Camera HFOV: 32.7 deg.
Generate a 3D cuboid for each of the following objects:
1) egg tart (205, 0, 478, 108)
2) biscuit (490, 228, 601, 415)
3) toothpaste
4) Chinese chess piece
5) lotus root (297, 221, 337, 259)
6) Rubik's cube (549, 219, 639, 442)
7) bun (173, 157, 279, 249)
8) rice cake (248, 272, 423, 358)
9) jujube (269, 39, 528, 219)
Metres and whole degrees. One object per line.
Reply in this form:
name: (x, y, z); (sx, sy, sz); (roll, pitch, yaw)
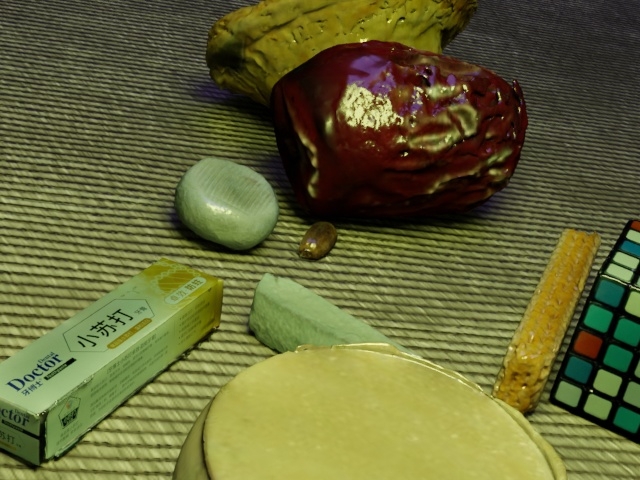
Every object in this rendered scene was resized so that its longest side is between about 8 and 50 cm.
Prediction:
egg tart: (0.043, -0.281, 1.702); (0.443, 0.443, 0.178); (-8, 77, -34)
biscuit: (0.280, 0.088, 1.330); (0.054, 0.094, 0.378); (21, 30, 14)
toothpaste: (-0.214, 0.114, 1.102); (0.089, 0.071, 0.313); (20, 29, 20)
Chinese chess piece: (0.041, 0.229, 0.928); (0.338, 0.140, 0.338); (9, 29, -5)
lotus root: (0.000, -0.002, 1.437); (0.037, 0.030, 0.083); (22, 30, 12)
Rubik's cube: (0.391, 0.111, 1.242); (0.182, 0.187, 0.184); (23, 27, 18)
bun: (-0.122, -0.041, 1.404); (0.141, 0.083, 0.141); (16, 34, -11)
rice cake: (0.007, 0.111, 1.202); (0.206, 0.069, 0.063); (31, 31, 25)
jujube: (0.109, -0.144, 1.507); (0.377, 0.258, 0.258); (5, 29, -22)
